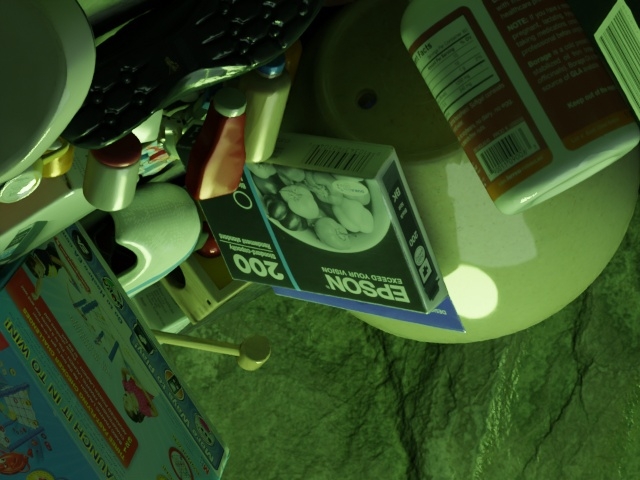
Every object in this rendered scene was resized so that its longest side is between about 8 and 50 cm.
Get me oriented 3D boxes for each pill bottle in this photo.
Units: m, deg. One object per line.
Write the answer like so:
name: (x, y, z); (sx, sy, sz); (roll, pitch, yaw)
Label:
pill bottle: (0.136, -0.138, 1.412); (0.121, 0.216, 0.121); (-28, 174, -3)

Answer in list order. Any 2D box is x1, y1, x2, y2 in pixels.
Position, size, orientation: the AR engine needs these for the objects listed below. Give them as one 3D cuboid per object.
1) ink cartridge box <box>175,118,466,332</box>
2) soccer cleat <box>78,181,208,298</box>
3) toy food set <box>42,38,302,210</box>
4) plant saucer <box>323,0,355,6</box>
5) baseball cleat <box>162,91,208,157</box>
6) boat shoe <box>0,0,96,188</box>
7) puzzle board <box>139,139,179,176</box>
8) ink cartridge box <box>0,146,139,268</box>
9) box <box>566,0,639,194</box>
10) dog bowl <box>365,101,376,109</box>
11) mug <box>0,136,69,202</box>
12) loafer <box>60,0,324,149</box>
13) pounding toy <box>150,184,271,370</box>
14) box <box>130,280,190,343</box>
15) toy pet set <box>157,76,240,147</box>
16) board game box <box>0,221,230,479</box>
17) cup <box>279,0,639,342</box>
ink cartridge box: (0.000, 0.000, 1.566); (0.206, 0.208, 0.045); (10, -131, 36)
soccer cleat: (-0.260, 0.039, 2.002); (0.143, 0.116, 0.331); (-9, 155, -49)
toy food set: (-0.106, -0.103, 1.439); (0.232, 0.111, 0.104); (-13, 142, -26)
plant saucer: (0.055, -0.232, 1.470); (0.199, 0.036, 0.198); (-28, 174, -3)
baseball cleat: (-0.063, -0.113, 1.752); (0.109, 0.072, 0.206); (-39, 174, 25)
boat shoe: (-0.217, -0.083, 1.140); (0.340, 0.127, 0.158); (-24, -175, 40)
puzzle board: (-0.155, -0.084, 1.853); (0.096, 0.011, 0.128); (-32, 173, 23)
ink cartridge box: (-0.325, 0.004, 1.545); (0.296, 0.066, 0.261); (-31, 175, 18)
box: (0.526, -0.283, 1.978); (0.472, 0.297, 0.480); (-27, 173, -6)
dog bowl: (0.034, -0.117, 2.002); (0.265, 0.104, 0.265); (-28, 174, -3)
mug: (-0.224, -0.066, 1.364); (0.078, 0.064, 0.062); (-36, 159, -1)
loafer: (-0.101, -0.142, 1.375); (0.223, 0.076, 0.078); (-32, -155, -12)
pounding toy: (-0.111, 0.042, 2.064); (0.181, 0.206, 0.094); (-36, 178, -30)
box: (-0.221, 0.064, 2.245); (0.072, 0.126, 0.137); (-27, 175, -32)
toy pet set: (-0.099, -0.132, 1.588); (0.114, 0.065, 0.122); (9, 148, -22)
board game box: (-0.218, 0.153, 1.751); (0.086, 0.308, 0.302); (-29, -168, 14)
cup: (0.100, -0.100, 1.628); (0.331, 0.331, 0.237); (-29, 158, 2)
